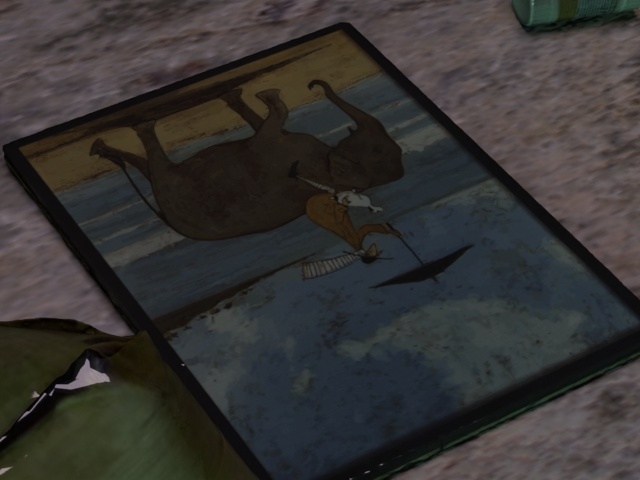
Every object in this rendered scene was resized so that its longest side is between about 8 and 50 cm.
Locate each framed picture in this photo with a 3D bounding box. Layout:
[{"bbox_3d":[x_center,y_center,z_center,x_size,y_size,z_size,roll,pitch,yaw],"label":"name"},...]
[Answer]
[{"bbox_3d":[0.000,0.000,1.133,0.265,0.016,0.347,-22,48,-23],"label":"framed picture"}]

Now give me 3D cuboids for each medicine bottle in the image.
[{"bbox_3d":[0.176,-0.175,1.297,0.083,0.047,0.047,-10,45,-10],"label":"medicine bottle"}]

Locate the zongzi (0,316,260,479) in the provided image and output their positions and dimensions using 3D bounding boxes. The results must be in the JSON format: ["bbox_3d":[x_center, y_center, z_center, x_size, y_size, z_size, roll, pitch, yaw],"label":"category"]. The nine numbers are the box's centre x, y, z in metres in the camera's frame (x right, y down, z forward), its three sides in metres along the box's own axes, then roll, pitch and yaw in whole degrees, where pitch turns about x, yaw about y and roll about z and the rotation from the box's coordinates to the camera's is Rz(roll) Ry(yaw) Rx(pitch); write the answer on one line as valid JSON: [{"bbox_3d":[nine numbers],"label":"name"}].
[{"bbox_3d":[-0.271,0.159,0.879,0.393,0.174,0.356,18,55,43],"label":"zongzi"}]
